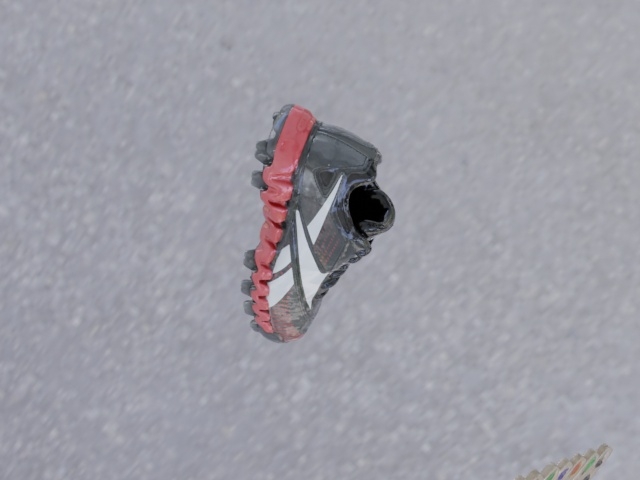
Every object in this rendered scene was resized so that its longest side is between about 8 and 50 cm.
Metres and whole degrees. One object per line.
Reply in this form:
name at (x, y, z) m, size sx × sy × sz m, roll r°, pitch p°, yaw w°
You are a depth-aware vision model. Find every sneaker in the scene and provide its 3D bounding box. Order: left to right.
sneaker at (0.000, 0.000, 1.871) m, size 0.135 × 0.276 × 0.097 m, roll 14°, pitch 39°, yaw 8°

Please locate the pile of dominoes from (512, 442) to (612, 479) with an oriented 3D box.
pile of dominoes at (0.190, 0.290, 1.813) m, size 0.040 × 0.196 × 0.251 m, roll 39°, pitch 21°, yaw 23°
